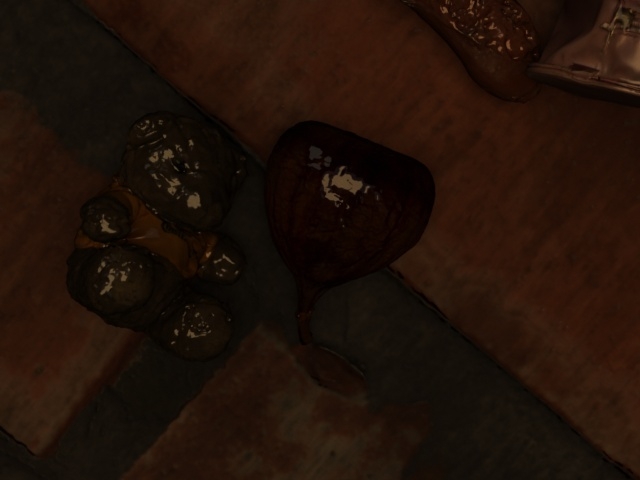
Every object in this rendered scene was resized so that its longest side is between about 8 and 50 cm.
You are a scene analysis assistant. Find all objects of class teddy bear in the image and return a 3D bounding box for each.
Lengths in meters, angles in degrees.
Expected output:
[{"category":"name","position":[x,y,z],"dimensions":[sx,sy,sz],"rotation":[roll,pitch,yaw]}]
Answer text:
[{"category":"teddy bear","position":[-0.136,-0.012,1.212],"dimensions":[0.177,0.140,0.190],"rotation":[29,87,-47]}]

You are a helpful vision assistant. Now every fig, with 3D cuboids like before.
[{"category":"fig","position":[0.000,0.000,1.215],"dimensions":[0.146,0.134,0.201],"rotation":[30,105,4]}]

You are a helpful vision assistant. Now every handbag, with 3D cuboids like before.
[{"category":"handbag","position":[0.275,-0.166,1.165],"dimensions":[0.205,0.179,0.116],"rotation":[6,98,-46]}]

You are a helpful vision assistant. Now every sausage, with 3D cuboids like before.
[{"category":"sausage","position":[0.070,-0.237,1.200],"dimensions":[0.326,0.087,0.079],"rotation":[41,60,-6]}]
